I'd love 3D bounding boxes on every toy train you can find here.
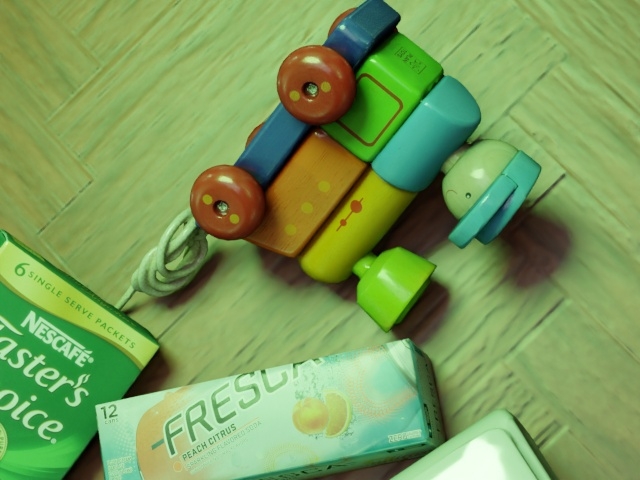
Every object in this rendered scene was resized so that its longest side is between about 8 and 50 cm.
[{"bbox_3d":[0.000,0.000,0.989,0.143,0.105,0.248,39,118,2],"label":"toy train"}]

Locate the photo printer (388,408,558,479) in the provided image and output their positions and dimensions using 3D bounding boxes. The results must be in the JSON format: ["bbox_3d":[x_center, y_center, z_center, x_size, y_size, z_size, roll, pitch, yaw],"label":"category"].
[{"bbox_3d":[0.037,0.272,0.900,0.307,0.107,0.256,-35,72,5],"label":"photo printer"}]

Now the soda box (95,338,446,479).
[{"bbox_3d":[-0.028,0.103,0.977,0.183,0.063,0.058,-13,75,11],"label":"soda box"}]

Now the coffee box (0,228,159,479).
[{"bbox_3d":[-0.189,0.098,1.001,0.113,0.040,0.184,39,88,-19],"label":"coffee box"}]
